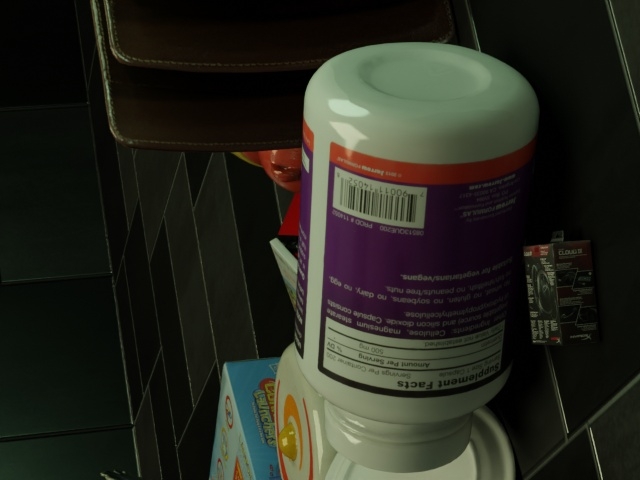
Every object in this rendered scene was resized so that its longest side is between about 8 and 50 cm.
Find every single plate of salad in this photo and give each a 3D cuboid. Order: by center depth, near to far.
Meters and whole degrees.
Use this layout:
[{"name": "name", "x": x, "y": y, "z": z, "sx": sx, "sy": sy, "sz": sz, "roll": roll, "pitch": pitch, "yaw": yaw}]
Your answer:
[{"name": "plate of salad", "x": 0.084, "y": 0.223, "z": 1.547, "sx": 0.048, "sy": 0.200, "sz": 0.200, "roll": 40, "pitch": -156, "yaw": -44}]

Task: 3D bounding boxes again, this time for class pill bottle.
[{"name": "pill bottle", "x": 0.071, "y": 0.017, "z": 1.438, "sx": 0.181, "sy": 0.181, "sz": 0.323, "roll": -119, "pitch": 28, "yaw": -58}]

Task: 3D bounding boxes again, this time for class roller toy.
[{"name": "roller toy", "x": 0.031, "y": 0.182, "z": 1.715, "sx": 0.191, "sy": 0.146, "sz": 0.209, "roll": -157, "pitch": 64, "yaw": -74}]

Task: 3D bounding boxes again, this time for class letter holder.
[{"name": "letter holder", "x": -0.034, "y": -0.201, "z": 1.532, "sx": 0.152, "sy": 0.301, "sz": 0.214, "roll": 119, "pitch": 143, "yaw": -65}]

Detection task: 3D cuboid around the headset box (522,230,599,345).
[{"name": "headset box", "x": 0.177, "y": 0.035, "z": 1.332, "sx": 0.062, "sy": 0.032, "sz": 0.083, "roll": 168, "pitch": 97, "yaw": -75}]

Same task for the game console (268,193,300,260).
[{"name": "game console", "x": 0.000, "y": 0.000, "z": 2.047, "sx": 0.124, "sy": 0.085, "sz": 0.144, "roll": 55, "pitch": 169, "yaw": -9}]

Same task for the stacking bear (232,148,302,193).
[{"name": "stacking bear", "x": -0.048, "y": -0.151, "z": 1.923, "sx": 0.289, "sy": 0.175, "sz": 0.164, "roll": -127, "pitch": 36, "yaw": -51}]

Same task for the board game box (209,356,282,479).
[{"name": "board game box", "x": -0.063, "y": 0.359, "z": 2.264, "sx": 0.302, "sy": 0.086, "sz": 0.308, "roll": 100, "pitch": 159, "yaw": -45}]

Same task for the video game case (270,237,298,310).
[{"name": "video game case", "x": -0.018, "y": 0.064, "z": 2.026, "sx": 0.087, "sy": 0.011, "sz": 0.122, "roll": 47, "pitch": 161, "yaw": 46}]

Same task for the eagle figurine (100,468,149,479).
[{"name": "eagle figurine", "x": -0.080, "y": 0.340, "z": 1.896, "sx": 0.226, "sy": 0.298, "sz": 0.225, "roll": -140, "pitch": 46, "yaw": -70}]
